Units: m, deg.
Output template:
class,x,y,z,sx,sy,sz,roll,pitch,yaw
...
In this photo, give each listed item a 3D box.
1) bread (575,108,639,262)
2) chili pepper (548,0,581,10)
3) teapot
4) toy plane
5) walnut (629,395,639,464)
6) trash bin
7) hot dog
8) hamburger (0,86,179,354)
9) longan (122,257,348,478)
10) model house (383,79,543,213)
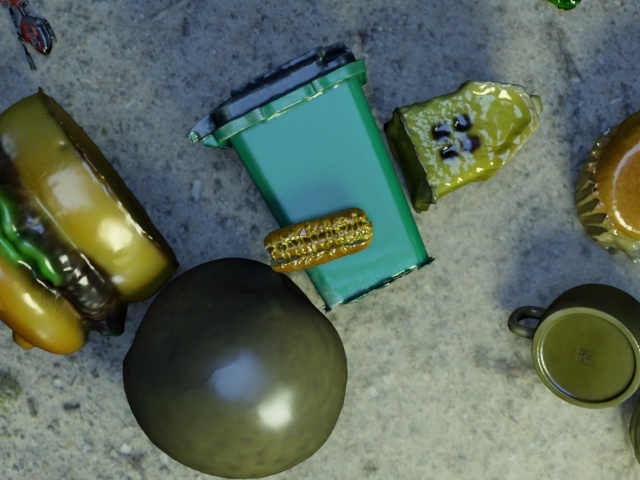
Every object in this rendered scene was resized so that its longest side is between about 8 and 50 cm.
class,x,y,z,sx,sy,sz,roll,pitch,yaw
bread,0.594,-0.131,1.850,0.388,0.183,0.236,-35,89,-2
chili pepper,0.361,-0.475,1.938,0.216,0.062,0.108,44,87,1
teapot,0.437,0.152,1.848,0.267,0.175,0.186,15,114,23
toy plane,-0.497,-0.366,1.951,0.060,0.037,0.145,-28,90,9
walnut,0.633,0.294,1.784,0.277,0.282,0.253,37,128,-10
trash bin,-0.003,-0.089,1.821,0.295,0.259,0.381,-26,90,3
hot dog,0.000,0.000,1.696,0.165,0.045,0.071,-16,97,5
hamburger,-0.425,-0.014,1.769,0.277,0.396,0.396,-36,86,-3
longan,-0.126,0.192,1.745,0.360,0.361,0.361,0,86,1
model house,0.241,-0.160,1.853,0.234,0.193,0.175,-17,85,-3
